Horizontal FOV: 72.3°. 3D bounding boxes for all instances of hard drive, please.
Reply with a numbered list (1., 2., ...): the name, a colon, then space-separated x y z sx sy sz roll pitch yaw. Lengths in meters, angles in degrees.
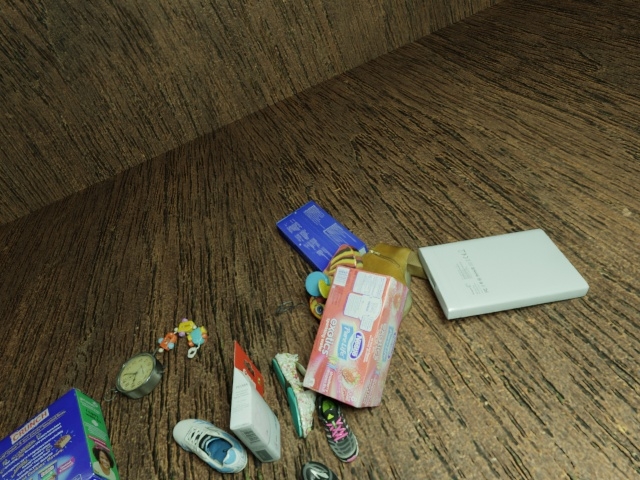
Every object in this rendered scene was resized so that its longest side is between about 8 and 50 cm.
1. hard drive: 0.465 0.080 1.153 0.352 0.047 0.233 -9 41 -3

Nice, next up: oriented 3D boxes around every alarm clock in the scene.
1. alarm clock: -0.554 0.415 1.305 0.192 0.064 0.129 -31 42 -11

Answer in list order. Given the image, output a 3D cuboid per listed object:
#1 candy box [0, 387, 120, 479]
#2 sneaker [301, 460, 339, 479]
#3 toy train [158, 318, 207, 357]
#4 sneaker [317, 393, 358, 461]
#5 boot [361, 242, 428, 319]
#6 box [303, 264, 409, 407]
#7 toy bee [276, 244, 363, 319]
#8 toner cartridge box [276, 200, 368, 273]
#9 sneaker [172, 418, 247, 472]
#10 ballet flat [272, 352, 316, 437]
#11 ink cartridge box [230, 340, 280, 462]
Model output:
1. candy box: -0.696 0.592 1.135 0.268 0.122 0.317 -37 43 -14
2. sneaker: 0.021 0.530 0.903 0.067 0.078 0.188 -35 41 -14
3. toy train: -0.422 0.315 1.372 0.166 0.046 0.125 8 55 32
4. sneaker: 0.032 0.425 1.014 0.063 0.075 0.170 -26 41 -3
5. boot: 0.173 0.125 1.270 0.211 0.104 0.295 14 49 43
6. box: 0.093 0.228 1.058 0.154 0.142 0.300 10 78 32
7. toy bee: 0.033 0.163 1.262 0.195 0.298 0.162 -15 58 -47
8. toner cartridge box: 0.000 0.000 1.490 0.165 0.075 0.348 -33 42 -13
9. sneaker: -0.281 0.493 1.078 0.237 0.086 0.085 8 51 33
10. ballet flat: -0.055 0.376 1.108 0.077 0.091 0.241 -10 40 -19
11. ink cartridge box: -0.153 0.381 1.059 0.066 0.189 0.233 -14 40 10
